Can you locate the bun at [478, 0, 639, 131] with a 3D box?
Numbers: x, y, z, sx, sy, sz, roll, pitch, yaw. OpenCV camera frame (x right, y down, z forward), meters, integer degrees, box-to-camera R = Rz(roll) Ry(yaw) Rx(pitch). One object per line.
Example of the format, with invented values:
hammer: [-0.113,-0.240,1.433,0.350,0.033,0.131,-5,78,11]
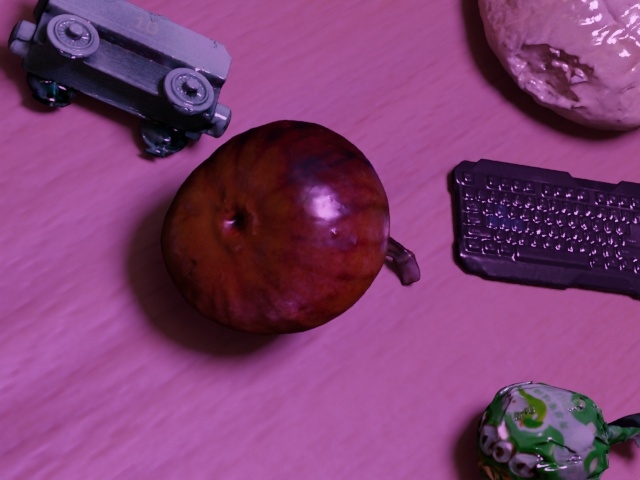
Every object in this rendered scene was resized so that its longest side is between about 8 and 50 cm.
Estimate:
bun: [0.247,-0.200,1.426,0.220,0.134,0.220,13,59,-22]

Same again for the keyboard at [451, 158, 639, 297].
keyboard: [0.228,-0.007,1.394,0.262,0.016,0.106,8,63,-21]

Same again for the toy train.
toy train: [-0.143,-0.132,1.260,0.172,0.070,0.099,23,49,-13]

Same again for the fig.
fig: [-0.012,-0.016,1.213,0.202,0.149,0.148,-32,76,-37]

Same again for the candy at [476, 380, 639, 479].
candy: [0.256,0.143,1.309,0.323,0.097,0.097,-4,68,-34]
